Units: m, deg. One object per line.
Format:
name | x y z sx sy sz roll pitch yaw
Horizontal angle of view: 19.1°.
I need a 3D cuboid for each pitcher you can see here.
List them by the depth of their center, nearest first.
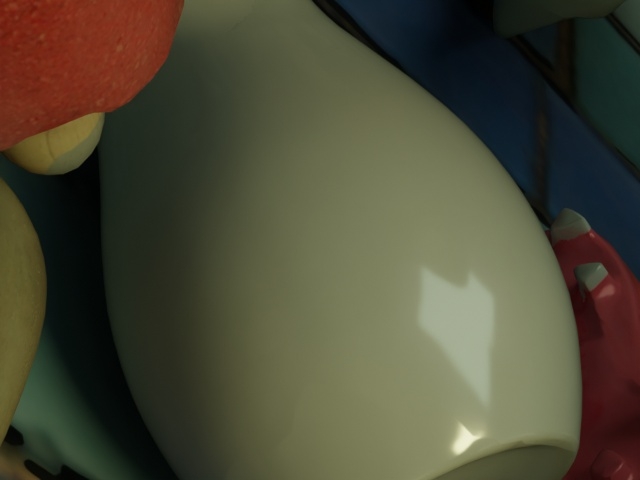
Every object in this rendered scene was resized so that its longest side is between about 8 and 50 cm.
pitcher | 0.000 0.000 0.581 0.207 0.125 0.178 62 13 25

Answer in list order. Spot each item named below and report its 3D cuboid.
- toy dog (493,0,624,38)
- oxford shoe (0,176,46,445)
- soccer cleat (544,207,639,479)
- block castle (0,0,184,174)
toy dog | 0.163 -0.331 0.881 0.395 0.284 0.408 -55 128 -80
oxford shoe | -0.120 0.056 0.322 0.123 0.130 0.348 53 30 -10
soccer cleat | 0.103 0.088 0.658 0.248 0.083 0.095 -100 163 -54
block castle | -0.011 -0.240 0.524 0.213 0.303 0.453 86 -10 -50
